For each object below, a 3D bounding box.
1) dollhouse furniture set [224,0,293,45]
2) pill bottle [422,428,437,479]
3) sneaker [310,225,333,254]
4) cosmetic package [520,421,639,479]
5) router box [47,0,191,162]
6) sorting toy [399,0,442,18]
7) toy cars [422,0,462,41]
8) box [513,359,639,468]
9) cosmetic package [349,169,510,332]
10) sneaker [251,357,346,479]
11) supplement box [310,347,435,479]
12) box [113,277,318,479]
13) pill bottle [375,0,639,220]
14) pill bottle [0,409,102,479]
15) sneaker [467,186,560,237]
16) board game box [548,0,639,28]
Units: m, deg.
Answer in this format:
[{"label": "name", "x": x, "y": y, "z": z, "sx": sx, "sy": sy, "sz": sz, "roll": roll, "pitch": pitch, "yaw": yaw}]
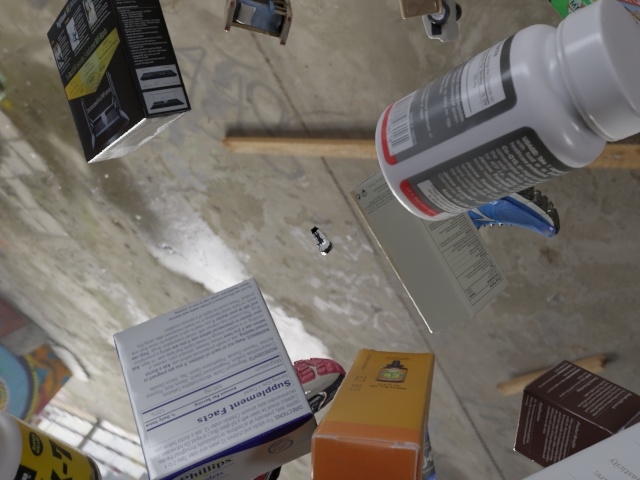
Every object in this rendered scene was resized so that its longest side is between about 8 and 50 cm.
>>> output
[{"label": "dollhouse furniture set", "x": -0.112, "y": -0.512, "z": 1.374, "sx": 0.129, "sy": 0.129, "sz": 0.184, "roll": 9, "pitch": 127, "yaw": -15}, {"label": "pill bottle", "x": 0.136, "y": 0.346, "z": 1.053, "sx": 0.078, "sy": 0.078, "sz": 0.137, "roll": -8, "pitch": 93, "yaw": 50}, {"label": "sneaker", "x": 0.000, "y": 0.000, "z": 1.769, "sx": 0.044, "sy": 0.040, "sz": 0.109, "roll": 46, "pitch": -176, "yaw": -31}, {"label": "cosmetic package", "x": 0.373, "y": 0.491, "z": 0.825, "sx": 0.329, "sy": 0.393, "sz": 0.328, "roll": -139, "pitch": 36, "yaw": -60}, {"label": "router box", "x": -0.338, "y": -0.280, "z": 1.121, "sx": 0.308, "sy": 0.081, "sz": 0.243, "roll": -11, "pitch": 96, "yaw": 55}, {"label": "sorting toy", "x": 0.142, "y": -0.368, "z": 0.998, "sx": 0.061, "sy": 0.012, "sz": 0.083, "roll": -3, "pitch": 126, "yaw": 19}, {"label": "toy cars", "x": 0.141, "y": -0.473, "z": 1.033, "sx": 0.087, "sy": 0.177, "sz": 0.394, "roll": 2, "pitch": 147, "yaw": 25}, {"label": "box", "x": 0.541, "y": 0.386, "z": 1.431, "sx": 0.203, "sy": 0.167, "sz": 0.169, "roll": 25, "pitch": 123, "yaw": 42}, {"label": "cosmetic package", "x": 0.207, "y": -0.004, "z": 1.298, "sx": 0.113, "sy": 0.160, "sz": 0.310, "roll": -31, "pitch": 87, "yaw": 45}, {"label": "sneaker", "x": -0.081, "y": 0.256, "z": 0.818, "sx": 0.112, "sy": 0.299, "sz": 0.121, "roll": 49, "pitch": 170, "yaw": -7}, {"label": "supplement box", "x": 0.052, "y": 0.156, "z": 0.574, "sx": 0.077, "sy": 0.233, "sz": 0.080, "roll": 3, "pitch": 99, "yaw": 12}, {"label": "box", "x": -0.082, "y": 0.120, "z": 0.551, "sx": 0.072, "sy": 0.126, "sz": 0.137, "roll": 78, "pitch": 167, "yaw": -52}, {"label": "pill bottle", "x": 0.214, "y": -0.137, "z": 0.768, "sx": 0.283, "sy": 0.161, "sz": 0.161, "roll": -22, "pitch": 117, "yaw": 44}, {"label": "pill bottle", "x": -0.330, "y": 0.245, "z": 0.705, "sx": 0.119, "sy": 0.119, "sz": 0.208, "roll": 17, "pitch": 156, "yaw": 30}, {"label": "sneaker", "x": 0.369, "y": -0.076, "z": 1.533, "sx": 0.329, "sy": 0.129, "sz": 0.147, "roll": 24, "pitch": 114, "yaw": 17}, {"label": "board game box", "x": 0.477, "y": -0.308, "z": 1.029, "sx": 0.046, "sy": 0.317, "sz": 0.214, "roll": -50, "pitch": 59, "yaw": 40}]
